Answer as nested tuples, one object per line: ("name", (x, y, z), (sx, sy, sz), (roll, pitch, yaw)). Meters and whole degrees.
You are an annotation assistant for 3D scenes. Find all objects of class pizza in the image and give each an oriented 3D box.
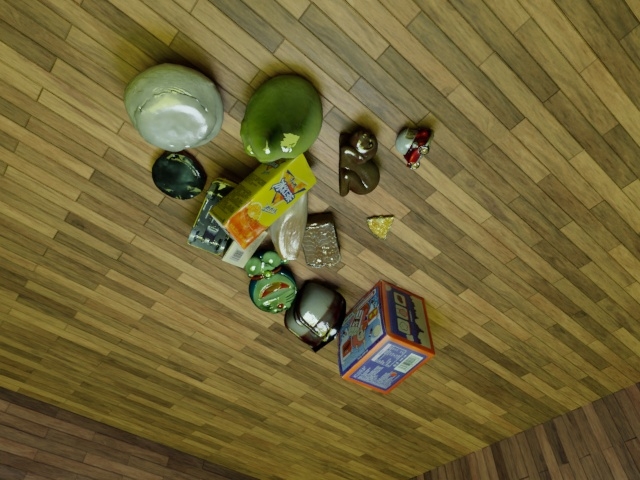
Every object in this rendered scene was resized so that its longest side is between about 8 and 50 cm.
("pizza", (0.245, -0.062, 1.763), (0.109, 0.026, 0.123), (-32, 120, 22))

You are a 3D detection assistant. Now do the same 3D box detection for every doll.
("doll", (-0.205, 0.167, 1.869), (0.199, 0.186, 0.321), (-16, 117, -12))

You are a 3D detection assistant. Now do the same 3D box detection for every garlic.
("garlic", (-0.123, -0.075, 1.664), (0.144, 0.112, 0.317), (10, 111, 13))

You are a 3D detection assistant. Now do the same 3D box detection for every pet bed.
("pet bed", (-0.507, -0.231, 1.627), (0.202, 0.053, 0.201), (1, 129, 1))

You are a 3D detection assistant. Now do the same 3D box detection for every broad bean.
("broad bean", (-0.120, -0.371, 1.413), (0.238, 0.119, 0.291), (35, 95, -10))

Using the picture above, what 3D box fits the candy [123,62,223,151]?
("candy", (-0.445, -0.414, 1.390), (0.296, 0.185, 0.295), (-10, 134, -11))

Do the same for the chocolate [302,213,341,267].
("chocolate", (0.000, 0.000, 1.779), (0.149, 0.093, 0.214), (-5, 129, 8))

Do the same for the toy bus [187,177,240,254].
("toy bus", (-0.370, -0.103, 1.665), (0.144, 0.152, 0.330), (23, 128, -16))

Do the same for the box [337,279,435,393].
("box", (0.272, 0.422, 1.976), (0.257, 0.318, 0.348), (24, 127, -18))

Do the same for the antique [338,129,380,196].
("antique", (0.132, -0.262, 1.540), (0.144, 0.121, 0.256), (-3, 131, 1))

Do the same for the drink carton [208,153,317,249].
("drink carton", (-0.185, -0.150, 1.510), (0.351, 0.111, 0.154), (-44, 141, -11))

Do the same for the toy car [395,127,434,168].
("toy car", (0.303, -0.316, 1.509), (0.112, 0.112, 0.139), (25, 137, 0))

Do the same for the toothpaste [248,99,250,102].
("toothpaste", (-0.181, -0.338, 1.536), (0.075, 0.048, 0.296), (-16, 131, 2))

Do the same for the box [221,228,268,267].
("box", (-0.281, -0.030, 1.712), (0.095, 0.168, 0.212), (25, 126, -21))

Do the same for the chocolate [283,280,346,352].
("chocolate", (-0.043, 0.309, 1.926), (0.186, 0.283, 0.283), (29, 125, -21))
